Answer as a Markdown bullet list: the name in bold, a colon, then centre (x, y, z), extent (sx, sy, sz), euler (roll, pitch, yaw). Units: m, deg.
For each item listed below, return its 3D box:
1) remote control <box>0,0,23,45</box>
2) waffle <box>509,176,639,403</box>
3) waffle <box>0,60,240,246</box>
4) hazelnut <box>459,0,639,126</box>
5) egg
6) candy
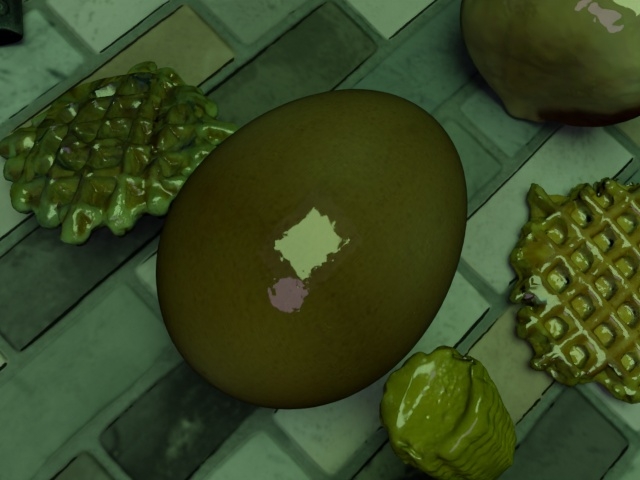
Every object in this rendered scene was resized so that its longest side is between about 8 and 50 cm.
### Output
- **remote control**: centre (-0.396, -0.390, 0.891), extent (0.107, 0.044, 0.378), euler (-7, 74, -7)
- **waffle**: centre (0.325, 0.048, 0.869), extent (0.245, 0.052, 0.254), euler (11, 72, -5)
- **waffle**: centre (-0.204, -0.093, 0.787), extent (0.223, 0.054, 0.204), euler (-34, 57, -17)
- **hazelnut**: centre (0.281, -0.238, 0.875), extent (0.261, 0.241, 0.261), euler (15, 43, -15)
- **egg**: centre (0.000, 0.000, 0.723), extent (0.250, 0.250, 0.322), euler (41, 70, 5)
- **candy**: centre (0.131, 0.176, 0.729), extent (0.106, 0.199, 0.094), euler (-44, 50, -1)
